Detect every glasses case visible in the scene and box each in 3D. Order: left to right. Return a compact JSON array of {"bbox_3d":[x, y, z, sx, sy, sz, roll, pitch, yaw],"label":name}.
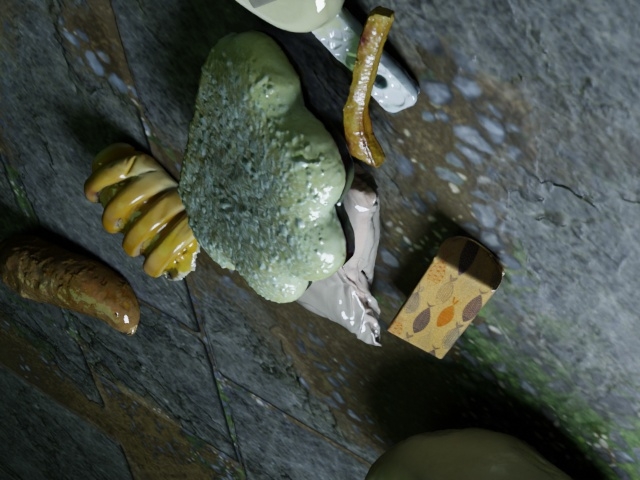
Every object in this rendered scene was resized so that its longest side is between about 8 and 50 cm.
[{"bbox_3d":[0.120,0.055,1.202,0.065,0.041,0.170,28,150,2],"label":"glasses case"}]

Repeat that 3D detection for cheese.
[{"bbox_3d":[-0.003,-0.192,1.012,0.235,0.049,0.127,43,145,-19],"label":"cheese"}]

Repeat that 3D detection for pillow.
[{"bbox_3d":[0.000,0.000,1.252,0.173,0.067,0.270,33,151,29],"label":"pillow"}]

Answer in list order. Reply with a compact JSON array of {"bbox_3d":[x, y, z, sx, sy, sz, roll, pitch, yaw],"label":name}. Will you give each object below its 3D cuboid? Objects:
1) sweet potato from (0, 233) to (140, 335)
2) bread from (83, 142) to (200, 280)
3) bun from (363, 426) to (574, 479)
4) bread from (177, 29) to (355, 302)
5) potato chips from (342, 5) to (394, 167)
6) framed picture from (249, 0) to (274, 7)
[{"bbox_3d":[-0.394,0.047,1.785,0.342,0.092,0.114,18,160,39],"label":"sweet potato"},{"bbox_3d":[-0.204,-0.031,1.453,0.177,0.084,0.119,47,151,0],"label":"bread"},{"bbox_3d":[0.195,0.341,1.311,0.362,0.235,0.326,36,149,46],"label":"bun"},{"bbox_3d":[-0.050,-0.046,1.150,0.207,0.056,0.286,45,144,25],"label":"bread"},{"bbox_3d":[0.039,-0.123,1.020,0.037,0.026,0.204,14,149,7],"label":"potato chips"},{"bbox_3d":[0.001,-0.270,0.864,0.250,0.016,0.184,-10,124,37],"label":"framed picture"}]
